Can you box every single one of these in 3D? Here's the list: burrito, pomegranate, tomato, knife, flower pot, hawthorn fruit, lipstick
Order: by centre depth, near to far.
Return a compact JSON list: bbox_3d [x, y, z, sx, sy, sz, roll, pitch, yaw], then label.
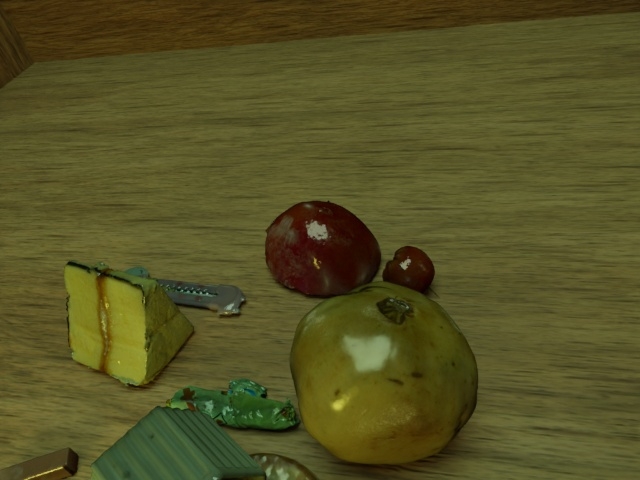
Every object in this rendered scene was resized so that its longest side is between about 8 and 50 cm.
[{"bbox_3d":[-0.224,0.407,0.776,0.190,0.239,0.209,25,26,37],"label":"flower pot"},{"bbox_3d":[0.104,0.237,0.870,0.333,0.332,0.332,-6,43,6],"label":"pomegranate"},{"bbox_3d":[-0.564,0.461,0.971,0.145,0.045,0.045,-17,45,-6],"label":"lipstick"},{"bbox_3d":[-0.178,0.333,1.016,0.288,0.054,0.104,3,43,18],"label":"burrito"},{"bbox_3d":[0.213,0.074,1.148,0.140,0.125,0.125,26,55,36],"label":"hawthorn fruit"},{"bbox_3d":[-0.002,-0.006,1.243,0.309,0.170,0.309,-8,42,7],"label":"tomato"},{"bbox_3d":[-0.377,0.131,1.282,0.399,0.038,0.132,6,48,18],"label":"knife"}]

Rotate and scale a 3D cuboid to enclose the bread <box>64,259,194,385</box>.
[{"bbox_3d":[-0.474,0.177,1.108,0.263,0.236,0.198,11,47,23],"label":"bread"}]

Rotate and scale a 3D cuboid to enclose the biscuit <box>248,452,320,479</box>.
[{"bbox_3d":[-0.082,0.483,0.841,0.309,0.040,0.204,24,54,34],"label":"biscuit"}]
